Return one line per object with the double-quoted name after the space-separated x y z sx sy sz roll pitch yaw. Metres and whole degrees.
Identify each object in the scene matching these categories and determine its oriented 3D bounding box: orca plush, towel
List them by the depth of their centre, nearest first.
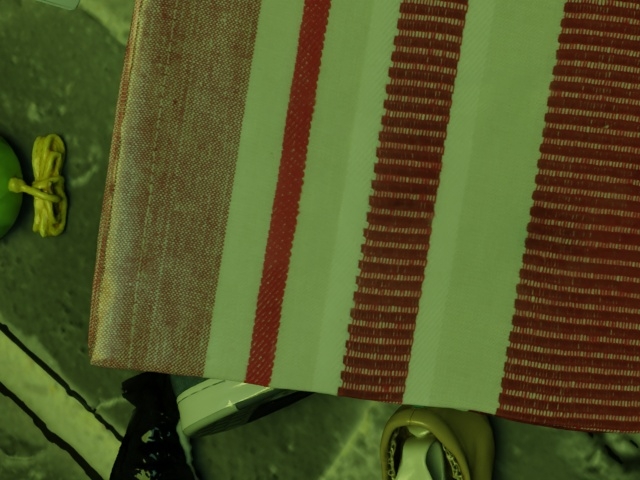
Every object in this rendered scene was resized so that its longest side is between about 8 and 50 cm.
0.058 -0.032 0.740 0.329 0.037 0.237 9 93 -10 "towel"
-0.087 0.222 0.875 0.151 0.102 0.287 2 93 25 "orca plush"

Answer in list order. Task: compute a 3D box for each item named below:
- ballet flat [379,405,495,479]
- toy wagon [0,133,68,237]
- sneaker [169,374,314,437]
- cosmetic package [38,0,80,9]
0.062 0.199 0.821 0.080 0.073 0.232 -5 90 25 "ballet flat"
-0.333 -0.041 0.996 0.344 0.068 0.267 1 93 25 "toy wagon"
-0.001 0.000 0.836 0.226 0.086 0.163 -22 74 13 "sneaker"
-0.117 -0.355 0.755 0.377 0.097 0.284 -58 33 29 "cosmetic package"
